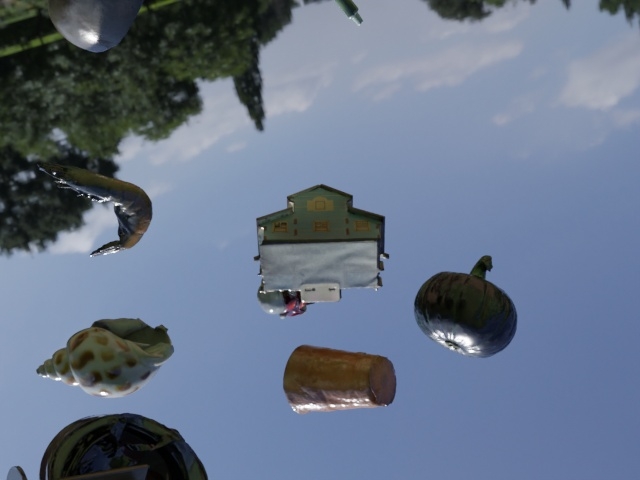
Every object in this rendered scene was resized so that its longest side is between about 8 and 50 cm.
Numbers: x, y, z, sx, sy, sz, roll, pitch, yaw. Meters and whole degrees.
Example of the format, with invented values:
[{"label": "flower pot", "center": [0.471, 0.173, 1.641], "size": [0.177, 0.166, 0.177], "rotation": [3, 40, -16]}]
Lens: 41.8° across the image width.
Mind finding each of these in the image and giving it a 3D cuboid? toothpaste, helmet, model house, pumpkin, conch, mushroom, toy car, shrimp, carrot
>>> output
[{"label": "toothpaste", "center": [0.023, -0.537, 1.771], "size": [0.031, 0.204, 0.049], "rotation": [-40, -161, 7]}, {"label": "helmet", "center": [-0.405, 0.484, 1.663], "size": [0.197, 0.338, 0.271], "rotation": [-12, -130, 51]}, {"label": "model house", "center": [0.000, 0.000, 1.704], "size": [0.271, 0.178, 0.206], "rotation": [-4, -144, 0]}, {"label": "pumpkin", "center": [0.355, 0.149, 1.988], "size": [0.248, 0.248, 0.248], "rotation": [-16, -164, 5]}, {"label": "conch", "center": [-0.464, 0.258, 1.812], "size": [0.275, 0.148, 0.183], "rotation": [12, -163, -17]}, {"label": "mushroom", "center": [-0.317, -0.358, 1.175], "size": [0.188, 0.141, 0.117], "rotation": [-50, 154, 20]}, {"label": "toy car", "center": [-0.087, 0.121, 1.887], "size": [0.112, 0.112, 0.139], "rotation": [-11, 174, -25]}, {"label": "shrimp", "center": [-0.501, -0.060, 1.805], "size": [0.262, 0.198, 0.051], "rotation": [21, -159, -16]}, {"label": "carrot", "center": [0.054, 0.382, 2.262], "size": [0.254, 0.196, 0.196], "rotation": [-2, -158, 33]}]

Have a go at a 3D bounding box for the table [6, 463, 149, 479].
[{"label": "table", "center": [-0.421, 0.465, 1.480], "size": [0.227, 0.167, 0.167], "rotation": [-1, -175, -34]}]
